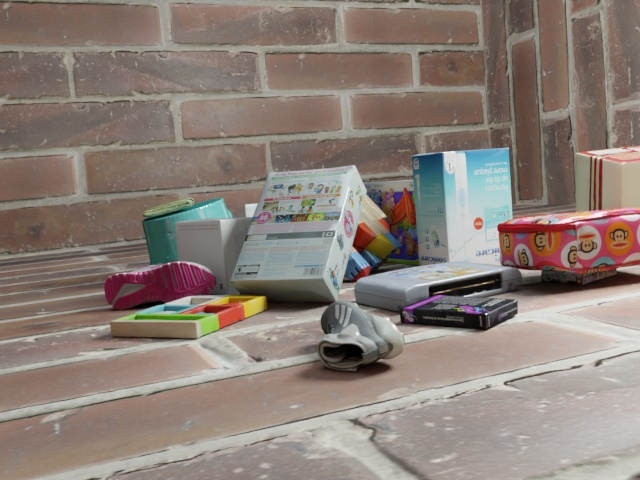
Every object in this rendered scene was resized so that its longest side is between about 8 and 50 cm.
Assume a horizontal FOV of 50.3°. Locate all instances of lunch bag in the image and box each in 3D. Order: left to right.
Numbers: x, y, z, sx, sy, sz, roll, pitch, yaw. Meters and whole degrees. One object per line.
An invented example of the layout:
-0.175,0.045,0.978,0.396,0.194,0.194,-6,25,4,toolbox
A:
0.528,0.001,1.428,0.293,0.120,0.258,-5,1,-14,lunch bag

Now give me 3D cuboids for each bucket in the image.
-0.367,-0.004,1.952,0.281,0.183,0.281,-14,10,2,bucket

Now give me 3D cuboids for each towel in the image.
-0.429,-0.092,1.921,0.148,0.027,0.110,-18,9,-11,towel

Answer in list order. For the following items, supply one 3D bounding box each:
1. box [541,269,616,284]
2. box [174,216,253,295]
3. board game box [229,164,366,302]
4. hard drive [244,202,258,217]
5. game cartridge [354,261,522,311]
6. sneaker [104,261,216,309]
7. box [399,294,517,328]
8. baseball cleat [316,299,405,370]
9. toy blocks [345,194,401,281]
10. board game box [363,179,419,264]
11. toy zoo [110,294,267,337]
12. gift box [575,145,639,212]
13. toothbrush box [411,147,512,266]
0.541,0.067,1.426,0.137,0.027,0.094,-9,5,-38,box
-0.244,0.036,1.641,0.181,0.182,0.119,0,6,42,box
-0.042,-0.015,1.479,0.224,0.303,0.097,-1,-36,26,board game box
-0.053,-0.016,1.949,0.307,0.203,0.040,-6,-13,-7,hard drive
0.228,0.087,1.372,0.297,0.062,0.198,-8,10,-30,game cartridge
-0.355,0.094,1.554,0.252,0.103,0.111,-3,7,9,sneaker
0.231,0.118,1.142,0.162,0.029,0.116,-2,6,41,box
0.028,0.131,0.960,0.109,0.072,0.206,-15,5,-26,baseball cleat
0.089,-0.027,1.776,0.191,0.261,0.381,-48,-13,21,toy blocks
0.229,-0.055,1.941,0.078,0.233,0.347,-8,5,-32,board game box
-0.235,0.140,1.325,0.192,0.030,0.293,-2,6,26,toy zoo
0.766,-0.089,1.643,0.255,0.258,0.276,-5,13,-1,gift box
0.357,-0.076,1.701,0.216,0.296,0.126,-6,6,-29,toothbrush box
